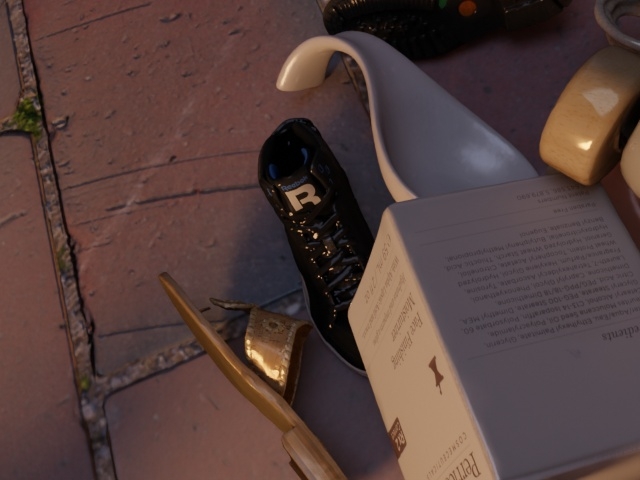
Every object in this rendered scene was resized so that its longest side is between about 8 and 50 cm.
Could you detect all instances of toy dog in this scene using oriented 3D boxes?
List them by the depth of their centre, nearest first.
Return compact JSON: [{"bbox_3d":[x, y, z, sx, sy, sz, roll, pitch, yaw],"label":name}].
[{"bbox_3d":[0.280,-0.114,0.521,0.220,0.161,0.334,25,47,9],"label":"toy dog"}]

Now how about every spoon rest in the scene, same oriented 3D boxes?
[{"bbox_3d":[0.069,-0.096,0.699,0.137,0.084,0.276,-20,50,-37],"label":"spoon rest"}]

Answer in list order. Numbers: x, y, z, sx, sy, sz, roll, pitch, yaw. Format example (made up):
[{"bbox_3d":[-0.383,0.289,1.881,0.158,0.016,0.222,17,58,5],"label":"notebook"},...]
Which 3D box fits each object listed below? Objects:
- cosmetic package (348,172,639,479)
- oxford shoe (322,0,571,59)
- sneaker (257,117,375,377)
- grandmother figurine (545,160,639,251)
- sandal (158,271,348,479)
[{"bbox_3d":[0.125,0.078,0.550,0.151,0.151,0.184,-10,59,-15],"label":"cosmetic package"},{"bbox_3d":[0.114,-0.225,0.770,0.227,0.083,0.096,-7,42,18],"label":"oxford shoe"},{"bbox_3d":[0.000,0.000,0.669,0.079,0.121,0.217,-26,61,7],"label":"sneaker"},{"bbox_3d":[0.305,0.039,0.558,0.208,0.104,0.342,-39,60,-8],"label":"grandmother figurine"},{"bbox_3d":[-0.030,0.099,0.667,0.079,0.088,0.240,-35,66,-15],"label":"sandal"}]
